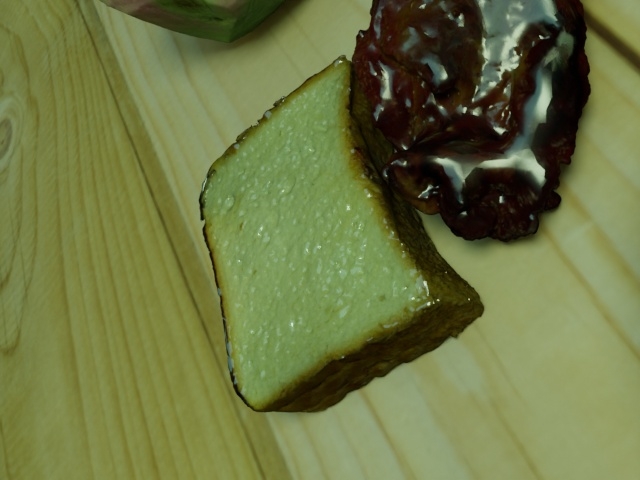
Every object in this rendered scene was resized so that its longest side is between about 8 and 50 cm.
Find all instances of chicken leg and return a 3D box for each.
[{"bbox_3d":[0.075,-0.194,0.488,0.158,0.096,0.406,-20,78,10],"label":"chicken leg"}]

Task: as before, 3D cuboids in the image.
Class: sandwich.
[{"bbox_3d":[0.000,0.000,0.538,0.186,0.065,0.214,-38,53,28],"label":"sandwich"}]

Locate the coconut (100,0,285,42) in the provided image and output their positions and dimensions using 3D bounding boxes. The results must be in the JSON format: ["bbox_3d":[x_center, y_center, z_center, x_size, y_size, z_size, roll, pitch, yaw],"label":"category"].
[{"bbox_3d":[-0.102,-0.276,0.633,0.236,0.236,0.204,-51,35,17],"label":"coconut"}]
